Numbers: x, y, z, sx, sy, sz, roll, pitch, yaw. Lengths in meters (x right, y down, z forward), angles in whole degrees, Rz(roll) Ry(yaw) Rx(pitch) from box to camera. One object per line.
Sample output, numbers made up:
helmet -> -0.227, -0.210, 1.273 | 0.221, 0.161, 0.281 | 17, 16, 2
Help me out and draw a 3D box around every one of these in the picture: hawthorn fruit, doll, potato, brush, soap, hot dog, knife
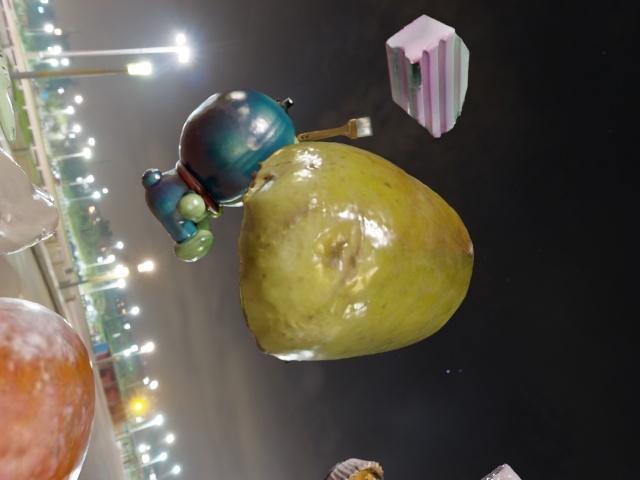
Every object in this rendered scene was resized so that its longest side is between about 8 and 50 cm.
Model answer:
hawthorn fruit -> -0.316, 0.164, 0.392 | 0.235, 0.263, 0.231 | 8, -27, 24
doll -> -0.164, -0.124, 0.832 | 0.186, 0.322, 0.198 | 47, -3, -26
potato -> 0.054, 0.022, 0.631 | 0.213, 0.280, 0.330 | -9, -85, 30
brush -> 0.038, -0.306, 1.408 | 0.010, 0.218, 0.082 | 69, 16, -50
soap -> 0.285, -0.412, 1.297 | 0.109, 0.193, 0.324 | 48, -10, 33
hot dog -> 0.045, 0.429, 0.733 | 0.069, 0.131, 0.252 | 22, -59, 44
knife -> -0.607, -0.300, 0.946 | 0.293, 0.020, 0.043 | 66, 14, 19

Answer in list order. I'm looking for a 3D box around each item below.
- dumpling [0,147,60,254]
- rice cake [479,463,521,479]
dumpling -> -0.396, -0.076, 0.465 | 0.204, 0.293, 0.163 | -91, -156, -43
rice cake -> 0.133, 0.415, 0.653 | 0.072, 0.365, 0.056 | 60, -22, 22
